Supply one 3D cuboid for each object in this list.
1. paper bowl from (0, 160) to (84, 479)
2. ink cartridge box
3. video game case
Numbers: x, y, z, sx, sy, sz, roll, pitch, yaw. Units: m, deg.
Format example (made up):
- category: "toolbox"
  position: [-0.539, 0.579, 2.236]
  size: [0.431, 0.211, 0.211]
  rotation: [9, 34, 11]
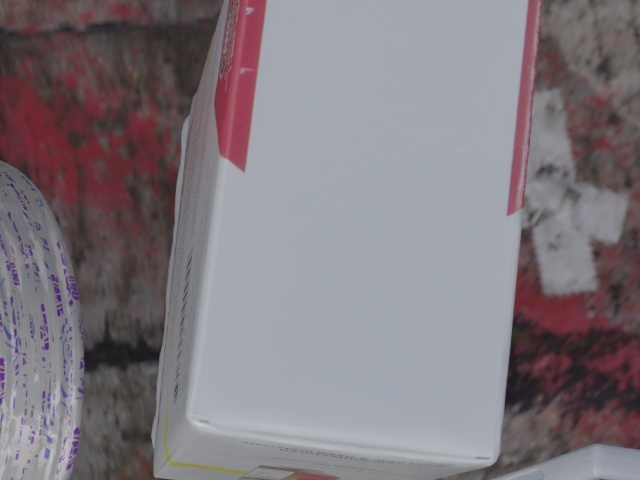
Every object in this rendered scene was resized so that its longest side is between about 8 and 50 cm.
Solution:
- category: "paper bowl"
  position: [-0.286, 0.084, 1.260]
  size: [0.148, 0.284, 0.284]
  rotation: [0, 70, -36]
- category: "ink cartridge box"
  position: [0.000, 0.000, 1.091]
  size: [0.160, 0.384, 0.279]
  rotation: [7, 79, -7]
- category: "video game case"
  position: [0.179, 0.159, 1.110]
  size: [0.190, 0.173, 0.022]
  rotation: [12, 66, -32]
